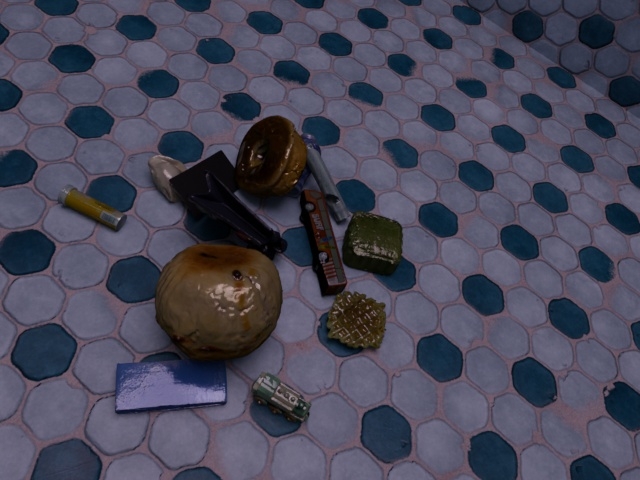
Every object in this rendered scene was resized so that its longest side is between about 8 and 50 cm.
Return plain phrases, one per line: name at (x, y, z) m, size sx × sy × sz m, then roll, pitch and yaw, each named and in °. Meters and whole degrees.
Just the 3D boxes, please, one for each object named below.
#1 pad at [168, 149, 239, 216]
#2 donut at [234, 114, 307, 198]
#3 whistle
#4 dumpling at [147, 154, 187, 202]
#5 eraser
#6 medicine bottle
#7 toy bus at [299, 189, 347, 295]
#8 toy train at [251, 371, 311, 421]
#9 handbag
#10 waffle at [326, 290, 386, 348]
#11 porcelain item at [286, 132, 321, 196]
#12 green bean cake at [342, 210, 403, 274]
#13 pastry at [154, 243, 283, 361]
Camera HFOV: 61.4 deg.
pad at (-0.406, -0.210, 1.955) m, size 0.265 × 0.009 × 0.159 m, roll -41°, pitch 99°, yaw -39°
donut at (-0.176, -0.290, 1.963) m, size 0.160 × 0.330 × 0.330 m, roll 32°, pitch 46°, yaw -41°
whistle at (0.018, -0.217, 2.012) m, size 0.062 × 0.062 × 0.312 m, roll -31°, pitch 98°, yaw -29°
dumpling at (-0.531, -0.235, 1.935) m, size 0.134 × 0.100 × 0.169 m, roll -32°, pitch 72°, yaw -33°
eraser at (-0.434, 0.422, 1.581) m, size 0.312 × 0.042 × 0.144 m, roll -1°, pitch 58°, yaw -16°
medicine bottle at (-0.765, -0.108, 1.811) m, size 0.218 × 0.074 × 0.074 m, roll 27°, pitch 56°, yaw 1°
toy bus at (0.000, 0.000, 1.932) m, size 0.092 × 0.093 × 0.408 m, roll -4°, pitch 60°, yaw -18°
toy train at (-0.114, 0.466, 1.590) m, size 0.194 × 0.125 × 0.080 m, roll 29°, pitch 59°, yaw 5°
handbag at (-0.264, -0.063, 1.779) m, size 0.329 × 0.303 × 0.122 m, roll 40°, pitch 86°, yaw 9°
waffle at (0.125, 0.268, 1.819) m, size 0.208 × 0.054 × 0.214 m, roll 13°, pitch 50°, yaw -3°
porcelain item at (-0.080, -0.295, 2.078) m, size 0.141 × 0.141 × 0.259 m, roll 19°, pitch 66°, yaw -3°
green bean cake at (0.193, 0.006, 1.967) m, size 0.214 × 0.113 × 0.200 m, roll 12°, pitch 57°, yaw -6°
pastry at (-0.298, 0.189, 1.594) m, size 0.389 × 0.312 × 0.388 m, roll 7°, pitch 24°, yaw -3°
